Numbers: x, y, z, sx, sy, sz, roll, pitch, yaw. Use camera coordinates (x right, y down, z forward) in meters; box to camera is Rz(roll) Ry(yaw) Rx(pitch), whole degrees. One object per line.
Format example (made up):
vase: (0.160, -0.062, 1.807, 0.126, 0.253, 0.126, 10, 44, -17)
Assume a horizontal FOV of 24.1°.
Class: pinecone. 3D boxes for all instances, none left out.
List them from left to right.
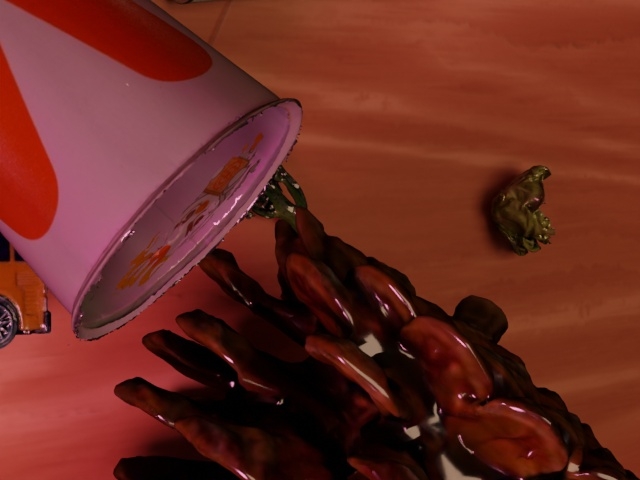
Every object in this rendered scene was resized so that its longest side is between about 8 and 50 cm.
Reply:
pinecone: (0.022, 0.185, 1.025, 0.397, 0.397, 0.398, 1, 89, -39)

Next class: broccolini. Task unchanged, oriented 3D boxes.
broccolini: (0.001, 0.004, 1.208, 0.071, 0.057, 0.254, -36, 115, 13)

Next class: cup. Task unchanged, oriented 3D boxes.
cup: (-0.179, -0.104, 0.924, 0.288, 0.203, 0.203, 44, 58, 9)

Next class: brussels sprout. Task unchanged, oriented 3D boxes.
brussels sprout: (0.185, -0.024, 1.357, 0.085, 0.058, 0.085, -10, 90, -72)

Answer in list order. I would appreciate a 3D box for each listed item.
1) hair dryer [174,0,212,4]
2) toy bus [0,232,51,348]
hair dryer: (-0.062, -0.281, 1.170, 0.155, 0.044, 0.183, -13, 95, -40)
toy bus: (-0.281, 0.019, 0.951, 0.201, 0.098, 0.114, -1, 88, -40)
